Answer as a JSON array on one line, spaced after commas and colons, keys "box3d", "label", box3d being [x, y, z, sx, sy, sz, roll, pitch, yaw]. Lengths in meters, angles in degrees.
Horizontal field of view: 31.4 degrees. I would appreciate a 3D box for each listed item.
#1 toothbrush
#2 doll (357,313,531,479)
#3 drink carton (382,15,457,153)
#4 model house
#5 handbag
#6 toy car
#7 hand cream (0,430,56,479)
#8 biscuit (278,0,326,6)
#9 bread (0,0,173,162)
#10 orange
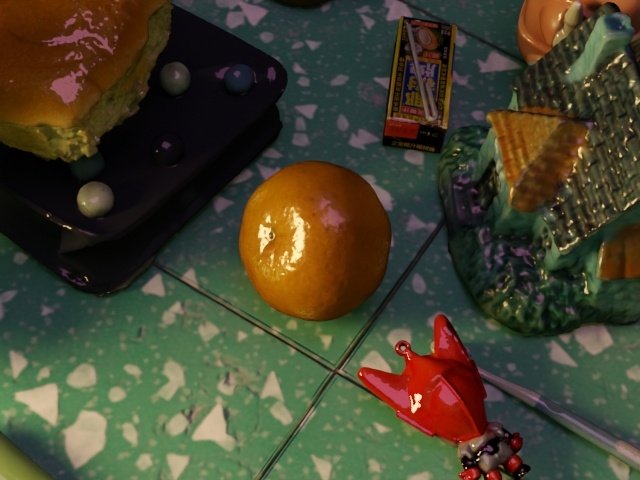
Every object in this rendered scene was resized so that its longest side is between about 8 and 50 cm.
[{"box3d": [0.227, 0.164, 1.087, 0.276, 0.025, 0.019, 30, 55, 15], "label": "toothbrush"}, {"box3d": [0.125, 0.158, 1.058, 0.109, 0.057, 0.169, -32, 66, -22], "label": "doll"}, {"box3d": [0.115, -0.181, 1.307, 0.071, 0.056, 0.165, 7, 54, 2], "label": "drink carton"}, {"box3d": [0.260, -0.076, 1.137, 0.226, 0.241, 0.261, -2, 55, -11], "label": "model house"}, {"box3d": [-0.222, -0.130, 1.197, 0.269, 0.118, 0.325, 32, 55, 17], "label": "handbag"}, {"box3d": [0.316, -0.273, 1.290, 0.180, 0.270, 0.212, 30, 75, 14], "label": "toy car"}, {"box3d": [-0.277, 0.216, 0.980, 0.175, 0.046, 0.095, 40, 58, 13], "label": "hand cream"}, {"box3d": [-0.049, -0.383, 1.444, 0.320, 0.047, 0.183, 25, 52, 13], "label": "biscuit"}, {"box3d": [-0.243, -0.194, 1.095, 0.174, 0.121, 0.245, 22, 65, 9], "label": "bread"}, {"box3d": [0.000, 0.000, 1.109, 0.136, 0.159, 0.159, 6, 44, -46], "label": "orange"}]
